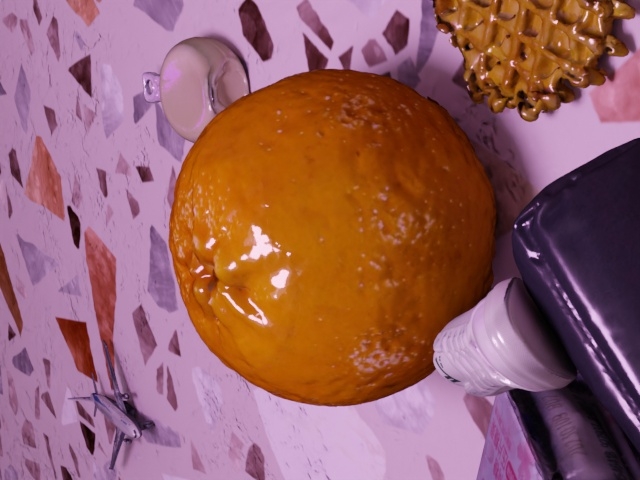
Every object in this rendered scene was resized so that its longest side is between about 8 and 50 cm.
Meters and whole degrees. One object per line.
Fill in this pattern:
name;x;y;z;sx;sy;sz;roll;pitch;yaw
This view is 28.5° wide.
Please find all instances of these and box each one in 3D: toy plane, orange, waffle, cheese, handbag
toy plane;-0.334;0.280;2.050;0.226;0.058;0.226;15;110;50
orange;0.000;0.000;1.240;0.340;0.293;0.341;23;119;50
waffle;0.179;-0.226;1.117;0.228;0.051;0.232;-22;84;54
cheese;-0.174;-0.195;1.634;0.227;0.064;0.137;12;108;52
handbag;0.303;0.091;0.968;0.178;0.275;0.302;-35;63;9

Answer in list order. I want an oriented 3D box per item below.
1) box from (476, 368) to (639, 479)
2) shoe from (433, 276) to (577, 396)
box;0.198;0.309;1.182;0.190;0.112;0.370;-108;21;-59
shoe;0.145;0.093;1.043;0.110;0.265;0.095;-31;83;14
